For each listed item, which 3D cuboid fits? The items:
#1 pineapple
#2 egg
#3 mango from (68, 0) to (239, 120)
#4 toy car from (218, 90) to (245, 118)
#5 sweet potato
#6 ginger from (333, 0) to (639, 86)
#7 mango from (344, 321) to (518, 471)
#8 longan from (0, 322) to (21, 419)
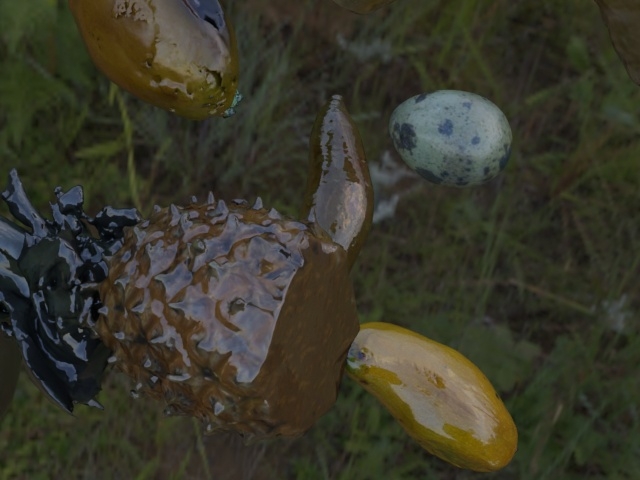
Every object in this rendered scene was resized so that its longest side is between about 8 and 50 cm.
[{"bbox_3d":[-0.154,0.038,0.965,0.364,0.165,0.165,7,39,28],"label":"pineapple"},{"bbox_3d":[0.186,-0.147,2.078,0.181,0.141,0.141,15,44,3],"label":"egg"},{"bbox_3d":[-0.179,-0.229,1.580,0.151,0.156,0.249,-46,65,4],"label":"mango"},{"bbox_3d":[-0.129,-0.190,1.848,0.035,0.059,0.122,-22,17,14],"label":"toy car"},{"bbox_3d":[0.001,0.003,1.536,0.079,0.108,0.346,20,79,-18],"label":"sweet potato"},{"bbox_3d":[0.177,-0.099,0.504,0.333,0.166,0.080,24,20,1],"label":"ginger"},{"bbox_3d":[0.094,0.131,1.231,0.190,0.075,0.098,35,30,-12],"label":"mango"},{"bbox_3d":[-0.456,0.119,1.613,0.258,0.258,0.258,6,44,-6],"label":"longan"}]
